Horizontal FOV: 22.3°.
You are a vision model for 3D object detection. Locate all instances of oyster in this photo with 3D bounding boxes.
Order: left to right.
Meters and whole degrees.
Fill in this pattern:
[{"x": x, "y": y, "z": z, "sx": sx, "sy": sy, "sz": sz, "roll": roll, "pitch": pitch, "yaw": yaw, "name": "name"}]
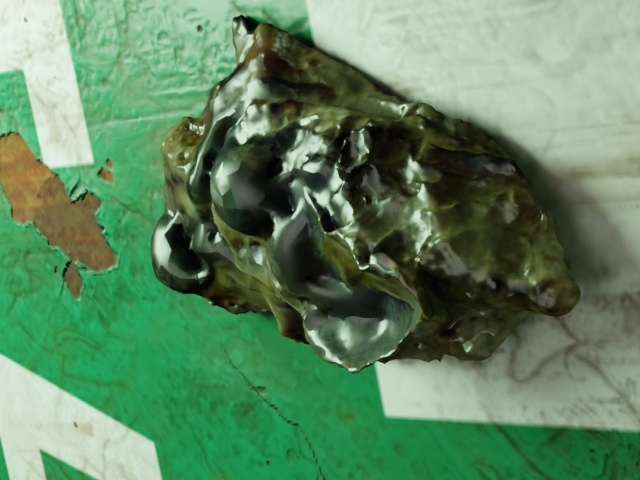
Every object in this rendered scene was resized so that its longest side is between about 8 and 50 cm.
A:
[{"x": 0.008, "y": 0.007, "z": 1.066, "sx": 0.361, "sy": 0.096, "sz": 0.221, "roll": 32, "pitch": 131, "yaw": 36, "name": "oyster"}]
